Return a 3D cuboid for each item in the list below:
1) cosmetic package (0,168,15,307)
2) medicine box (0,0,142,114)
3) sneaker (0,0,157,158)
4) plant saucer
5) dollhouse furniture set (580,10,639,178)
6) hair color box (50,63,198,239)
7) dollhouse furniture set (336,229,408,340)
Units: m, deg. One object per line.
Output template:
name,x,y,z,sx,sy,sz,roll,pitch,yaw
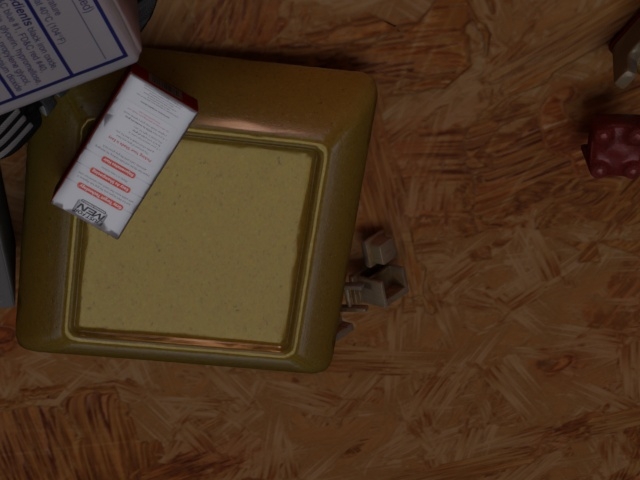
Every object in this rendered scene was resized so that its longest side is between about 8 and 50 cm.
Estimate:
cosmetic package,-0.373,-0.040,1.184,0.127,0.107,0.238,-4,131,-9
medicine box,-0.301,-0.213,0.920,0.289,0.263,0.149,-19,135,5
sneaker,-0.260,-0.189,1.081,0.228,0.132,0.086,-47,159,-16
plant saucer,-0.125,-0.011,1.188,0.333,0.081,0.332,6,112,-8
dollhouse furniture set,0.434,-0.092,1.325,0.374,0.152,0.201,30,122,-15
hair color box,-0.174,-0.080,1.086,0.072,0.043,0.141,31,105,-17
dollhouse furniture set,0.000,0.000,1.350,0.161,0.101,0.182,-30,119,-38
